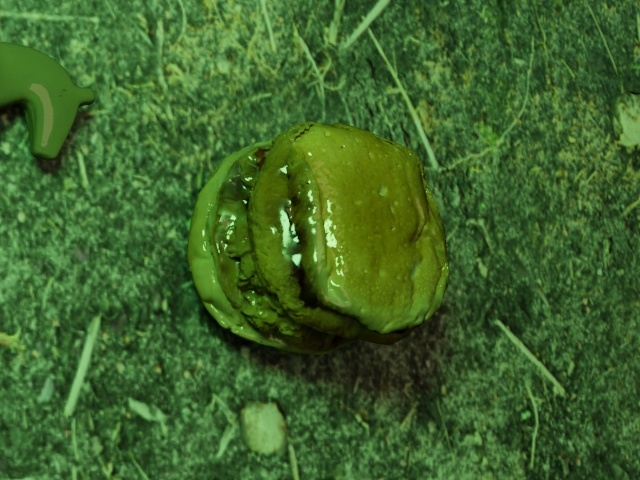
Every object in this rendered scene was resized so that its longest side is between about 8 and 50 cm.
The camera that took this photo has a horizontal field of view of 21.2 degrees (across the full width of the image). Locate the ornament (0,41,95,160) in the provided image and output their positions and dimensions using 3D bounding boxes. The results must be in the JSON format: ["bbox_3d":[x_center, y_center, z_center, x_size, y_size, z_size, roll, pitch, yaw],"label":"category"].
[{"bbox_3d":[-0.333,-0.155,1.531,0.245,0.061,0.230,-31,99,-35],"label":"ornament"}]

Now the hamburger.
[{"bbox_3d":[0.000,0.000,1.686,0.244,0.163,0.244,19,60,-37],"label":"hamburger"}]
